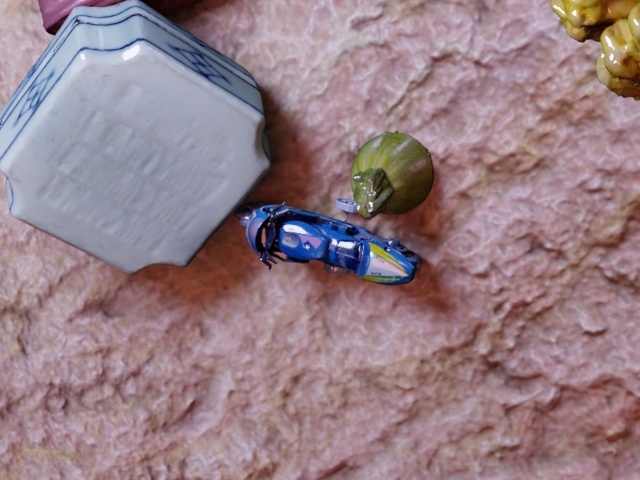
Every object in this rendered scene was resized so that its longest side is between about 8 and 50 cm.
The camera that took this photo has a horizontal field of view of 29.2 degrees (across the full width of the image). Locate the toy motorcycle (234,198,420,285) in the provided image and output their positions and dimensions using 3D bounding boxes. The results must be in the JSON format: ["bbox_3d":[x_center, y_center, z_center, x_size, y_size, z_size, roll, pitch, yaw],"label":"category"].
[{"bbox_3d":[0.000,0.000,1.481,0.254,0.135,0.092,17,104,16],"label":"toy motorcycle"}]

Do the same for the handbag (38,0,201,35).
[{"bbox_3d":[-0.241,-0.336,1.494,0.225,0.146,0.135,-20,77,20],"label":"handbag"}]

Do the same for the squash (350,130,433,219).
[{"bbox_3d":[0.068,-0.071,1.448,0.105,0.132,0.105,4,102,18],"label":"squash"}]

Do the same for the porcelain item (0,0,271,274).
[{"bbox_3d":[-0.226,-0.123,1.472,0.286,0.157,0.281,28,115,-29],"label":"porcelain item"}]

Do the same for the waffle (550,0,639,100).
[{"bbox_3d":[0.405,-0.267,1.232,0.324,0.261,0.151,-29,81,18],"label":"waffle"}]
